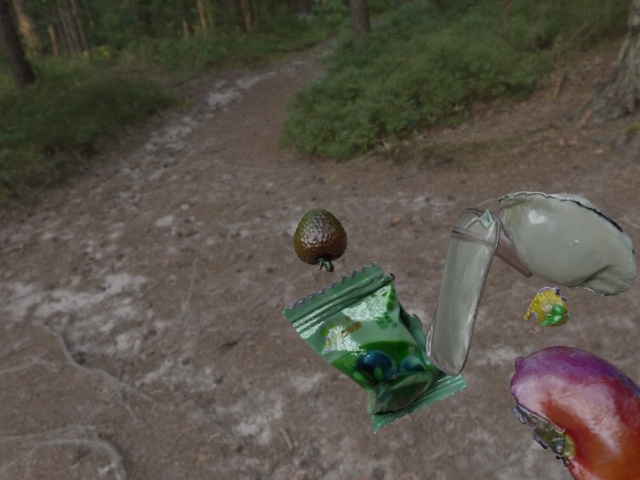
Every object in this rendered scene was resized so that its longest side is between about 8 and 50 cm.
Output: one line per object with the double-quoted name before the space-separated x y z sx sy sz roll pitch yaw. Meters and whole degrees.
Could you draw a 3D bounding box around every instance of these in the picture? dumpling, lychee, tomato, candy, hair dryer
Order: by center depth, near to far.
"dumpling" 0.402 -0.011 0.962 0.247 0.172 0.142 37 71 6
"tomato" 0.546 0.324 1.171 0.334 0.176 0.290 51 31 16
"lychee" 0.000 0.000 1.268 0.114 0.114 0.146 -8 65 2
"hair dryer" 0.461 -0.021 1.310 0.117 0.064 0.181 37 85 9
"candy" 0.127 0.242 1.393 0.263 0.397 0.172 -36 24 6

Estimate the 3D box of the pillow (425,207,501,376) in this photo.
"pillow" 0.193 0.068 0.820 0.038 0.232 0.131 12 3 -14

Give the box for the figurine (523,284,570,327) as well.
"figurine" 0.548 0.177 1.466 0.115 0.095 0.156 -44 5 21
